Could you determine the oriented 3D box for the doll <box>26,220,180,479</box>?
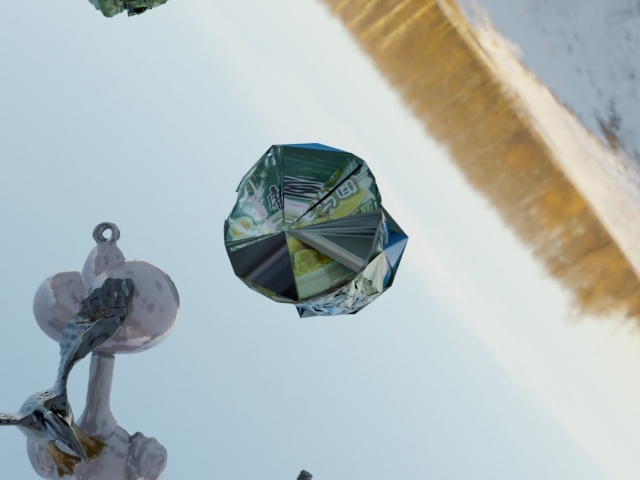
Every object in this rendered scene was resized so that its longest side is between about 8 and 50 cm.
[{"bbox_3d":[-0.239,0.161,1.174,0.094,0.160,0.365,-13,-72,-80],"label":"doll"}]

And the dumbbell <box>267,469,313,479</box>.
[{"bbox_3d":[-0.065,0.339,1.178,0.099,0.208,0.099,29,-171,-5],"label":"dumbbell"}]

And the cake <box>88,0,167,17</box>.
[{"bbox_3d":[-0.143,-0.219,0.722,0.235,0.100,0.099,57,161,22],"label":"cake"}]

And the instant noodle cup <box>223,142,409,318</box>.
[{"bbox_3d":[0.000,0.000,1.532,0.240,0.240,0.178,59,-174,24],"label":"instant noodle cup"}]

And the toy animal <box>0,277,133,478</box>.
[{"bbox_3d":[-0.255,0.165,1.058,0.197,0.272,0.160,39,156,34],"label":"toy animal"}]
